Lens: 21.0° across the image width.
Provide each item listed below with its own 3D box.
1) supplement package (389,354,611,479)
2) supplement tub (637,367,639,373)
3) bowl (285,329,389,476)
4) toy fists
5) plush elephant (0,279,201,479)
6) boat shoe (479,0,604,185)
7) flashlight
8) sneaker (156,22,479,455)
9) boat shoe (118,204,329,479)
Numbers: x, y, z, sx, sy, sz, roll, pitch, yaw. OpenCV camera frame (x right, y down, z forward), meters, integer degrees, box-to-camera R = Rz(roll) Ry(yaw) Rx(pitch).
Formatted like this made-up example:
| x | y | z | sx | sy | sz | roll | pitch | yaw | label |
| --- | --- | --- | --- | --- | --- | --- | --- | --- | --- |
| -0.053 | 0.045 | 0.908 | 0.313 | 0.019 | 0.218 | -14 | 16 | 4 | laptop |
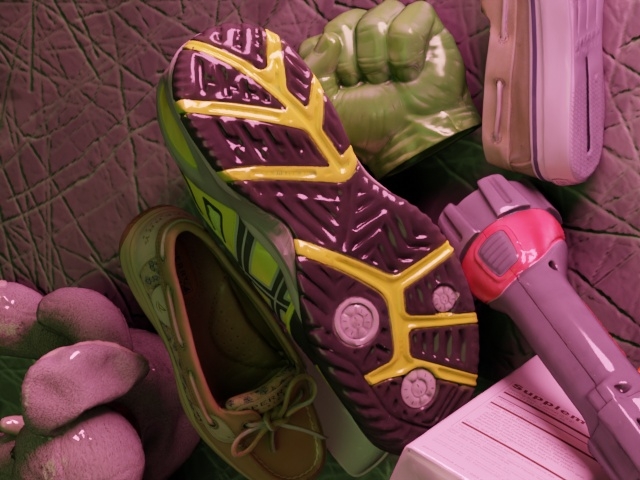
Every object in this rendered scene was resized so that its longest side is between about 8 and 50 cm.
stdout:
| x | y | z | sx | sy | sz | roll | pitch | yaw | label |
| --- | --- | --- | --- | --- | --- | --- | --- | --- | --- |
| 0.162 | 0.233 | 1.353 | 0.175 | 0.293 | 0.178 | 29 | 111 | 19 | supplement package |
| 0.337 | 0.087 | 1.338 | 0.190 | 0.117 | 0.117 | -42 | 80 | 26 | supplement tub |
| 0.027 | 0.126 | 1.514 | 0.142 | 0.053 | 0.142 | 53 | 153 | 10 | bowl |
| -0.001 | -0.103 | 1.487 | 0.279 | 0.096 | 0.142 | -30 | 85 | 29 | toy fists |
| -0.222 | 0.186 | 1.560 | 0.330 | 0.255 | 0.272 | -1 | 99 | 27 | plush elephant |
| 0.171 | -0.192 | 1.379 | 0.094 | 0.109 | 0.302 | 6 | 105 | 28 | boat shoe |
| 0.199 | 0.078 | 1.344 | 0.304 | 0.103 | 0.103 | 56 | 154 | 38 | flashlight |
| 0.000 | 0.000 | 1.409 | 0.385 | 0.145 | 0.147 | 61 | 162 | -5 | sneaker |
| -0.075 | 0.102 | 1.460 | 0.285 | 0.104 | 0.089 | 58 | 163 | -19 | boat shoe |
